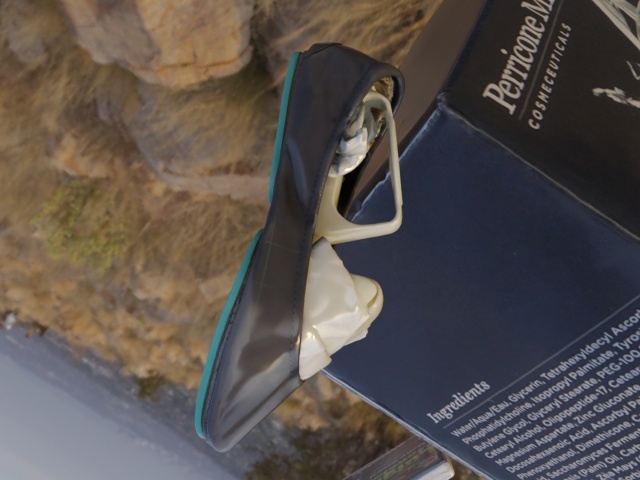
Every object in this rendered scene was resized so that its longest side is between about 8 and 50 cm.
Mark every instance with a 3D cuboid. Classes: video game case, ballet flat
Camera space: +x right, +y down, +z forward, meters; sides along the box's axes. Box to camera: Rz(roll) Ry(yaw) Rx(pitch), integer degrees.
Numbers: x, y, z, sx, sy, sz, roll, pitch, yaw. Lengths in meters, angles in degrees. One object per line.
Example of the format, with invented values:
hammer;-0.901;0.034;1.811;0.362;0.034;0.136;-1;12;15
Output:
video game case;0.063;0.290;0.956;0.022;0.190;0.173;58;-177;1
ballet flat;0.000;0.000;0.377;0.074;0.203;0.074;13;162;4

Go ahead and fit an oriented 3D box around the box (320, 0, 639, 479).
box;0.277;-0.023;0.719;0.471;0.480;0.297;32;137;-5
